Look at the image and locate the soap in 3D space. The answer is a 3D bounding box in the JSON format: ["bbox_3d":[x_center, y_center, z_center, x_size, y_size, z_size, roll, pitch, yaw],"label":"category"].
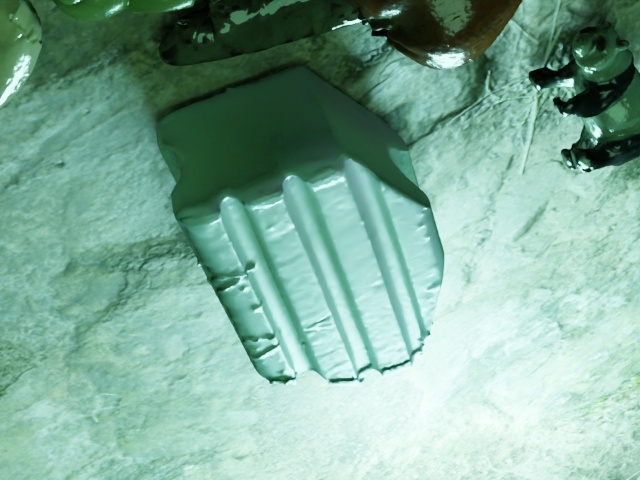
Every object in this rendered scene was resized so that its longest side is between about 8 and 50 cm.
[{"bbox_3d":[0.000,0.000,2.052,0.261,0.156,0.446,-21,144,2],"label":"soap"}]

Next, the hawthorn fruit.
[{"bbox_3d":[0.134,-0.291,1.723,0.251,0.199,0.199,-42,140,8],"label":"hawthorn fruit"}]

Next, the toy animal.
[{"bbox_3d":[0.318,-0.163,2.040,0.121,0.094,0.225,-31,134,-1],"label":"toy animal"}]

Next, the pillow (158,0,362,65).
[{"bbox_3d":[-0.049,-0.235,1.811,0.241,0.051,0.093,-13,149,-6],"label":"pillow"}]

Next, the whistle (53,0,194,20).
[{"bbox_3d":[-0.163,-0.259,1.694,0.227,0.105,0.085,-11,113,-14],"label":"whistle"}]

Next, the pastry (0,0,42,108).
[{"bbox_3d":[-0.385,-0.195,1.648,0.265,0.133,0.265,-15,142,-12],"label":"pastry"}]
